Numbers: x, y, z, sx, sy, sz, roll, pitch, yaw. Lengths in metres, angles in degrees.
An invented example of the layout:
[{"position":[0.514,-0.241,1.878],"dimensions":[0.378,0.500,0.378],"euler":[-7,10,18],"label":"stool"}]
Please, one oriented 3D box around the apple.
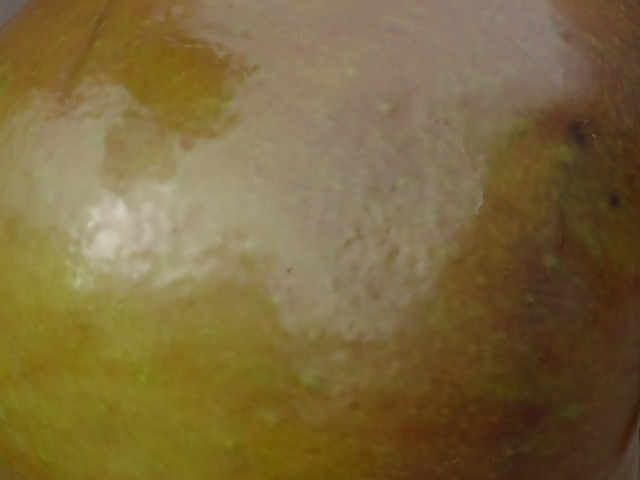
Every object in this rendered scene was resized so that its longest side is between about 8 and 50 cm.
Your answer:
[{"position":[0.000,0.000,0.527],"dimensions":[0.207,0.237,0.237],"euler":[15,43,18],"label":"apple"}]
